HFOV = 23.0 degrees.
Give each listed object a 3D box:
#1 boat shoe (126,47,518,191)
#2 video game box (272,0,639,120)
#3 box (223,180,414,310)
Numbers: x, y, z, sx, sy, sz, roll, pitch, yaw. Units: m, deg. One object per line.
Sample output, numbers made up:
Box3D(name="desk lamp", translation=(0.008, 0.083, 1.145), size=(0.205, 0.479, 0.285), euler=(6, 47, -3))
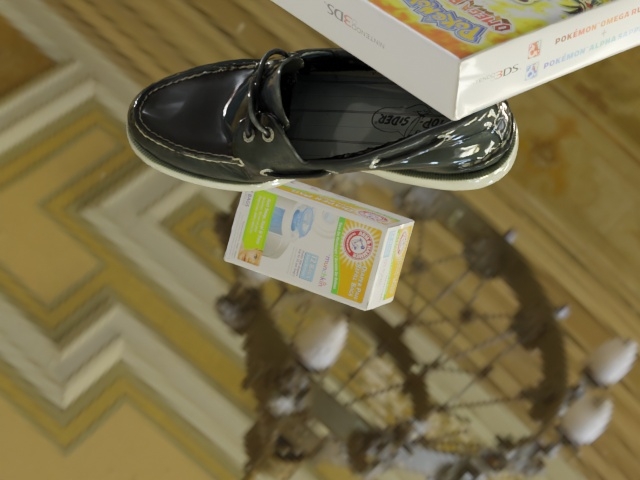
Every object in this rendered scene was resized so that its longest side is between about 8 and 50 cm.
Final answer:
Box3D(name="boat shoe", translation=(-0.007, -0.110, 1.314), size=(0.340, 0.113, 0.127), euler=(9, -111, 12))
Box3D(name="video game box", translation=(0.085, -0.162, 0.976), size=(0.187, 0.048, 0.205), euler=(-26, -135, -30))
Box3D(name="box", translation=(0.000, 0.000, 1.983), size=(0.203, 0.114, 0.103), euler=(20, -168, 19))
